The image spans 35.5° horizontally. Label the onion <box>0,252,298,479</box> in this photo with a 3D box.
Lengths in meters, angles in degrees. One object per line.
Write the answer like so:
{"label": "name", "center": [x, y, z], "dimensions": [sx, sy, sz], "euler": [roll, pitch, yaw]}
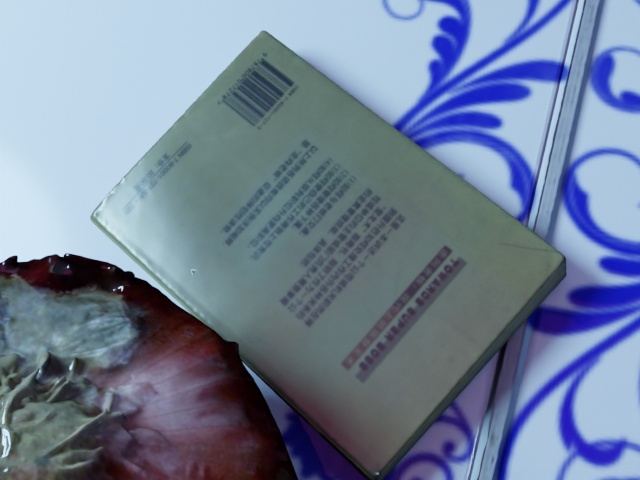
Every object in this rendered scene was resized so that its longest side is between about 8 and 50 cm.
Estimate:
{"label": "onion", "center": [-0.133, 0.151, 0.467], "dimensions": [0.272, 0.195, 0.272], "euler": [7, 52, -9]}

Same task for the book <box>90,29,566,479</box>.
{"label": "book", "center": [0.000, 0.000, 0.569], "dimensions": [0.231, 0.026, 0.161], "euler": [40, 83, 20]}
